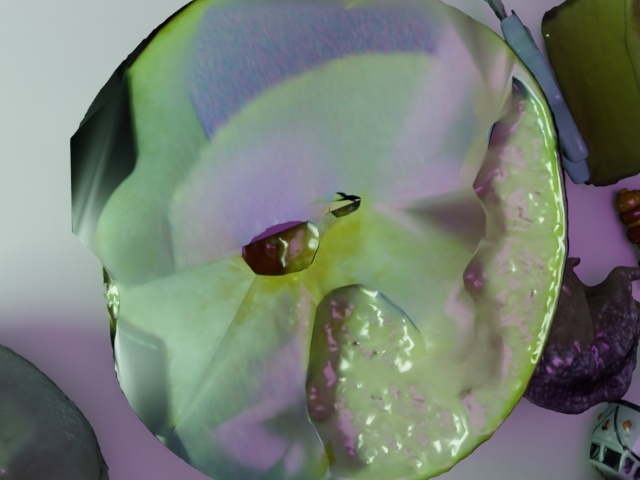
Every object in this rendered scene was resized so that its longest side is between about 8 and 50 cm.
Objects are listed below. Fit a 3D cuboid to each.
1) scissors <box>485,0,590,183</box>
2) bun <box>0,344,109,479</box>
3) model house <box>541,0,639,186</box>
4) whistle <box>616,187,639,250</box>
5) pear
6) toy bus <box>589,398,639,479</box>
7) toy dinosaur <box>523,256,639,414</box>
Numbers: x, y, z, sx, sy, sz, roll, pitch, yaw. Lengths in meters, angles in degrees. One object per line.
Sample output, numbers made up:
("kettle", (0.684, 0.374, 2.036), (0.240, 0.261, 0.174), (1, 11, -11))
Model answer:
("scissors", (0.182, -0.225, 0.767), (0.029, 0.191, 0.360), (-24, 74, 16))
("bun", (-0.322, 0.217, 0.562), (0.354, 0.194, 0.355), (1, 86, -12))
("model house", (0.373, -0.179, 0.774), (0.234, 0.175, 0.194), (-15, 88, -11))
("whistle", (0.352, -0.008, 0.823), (0.057, 0.046, 0.109), (-19, 83, 0))
("pear", (0.004, 0.000, 0.651), (0.398, 0.165, 0.399), (0, 87, 10))
("toy bus", (0.352, 0.241, 0.778), (0.194, 0.087, 0.089), (39, 82, -6))
("toy dinosaur", (0.244, 0.082, 0.749), (0.294, 0.077, 0.162), (-5, 63, -13))
